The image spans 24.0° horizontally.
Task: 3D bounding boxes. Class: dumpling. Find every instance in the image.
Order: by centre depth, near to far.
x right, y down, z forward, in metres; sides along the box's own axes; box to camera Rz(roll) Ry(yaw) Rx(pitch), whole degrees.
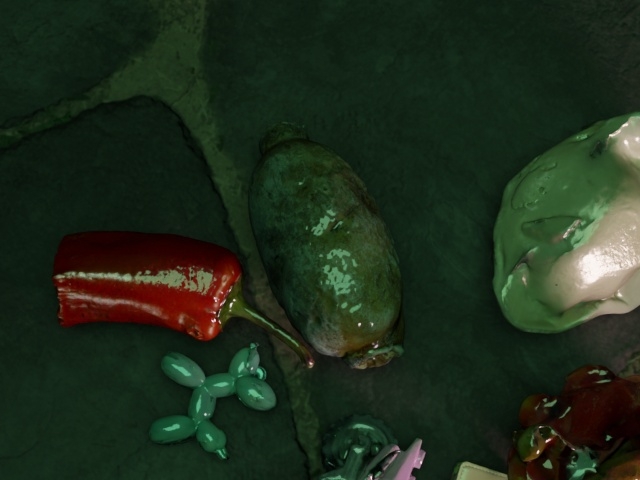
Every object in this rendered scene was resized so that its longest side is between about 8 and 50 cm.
[{"bbox_3d":[0.351,-0.008,1.962,0.243,0.187,0.318,37,88,-33],"label":"dumpling"}]

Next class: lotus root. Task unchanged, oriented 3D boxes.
[{"bbox_3d":[-0.002,0.000,1.932,0.175,0.175,0.349,-23,76,-5],"label":"lotus root"}]

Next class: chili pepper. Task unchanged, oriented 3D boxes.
[{"bbox_3d":[-0.166,0.058,1.933,0.338,0.134,0.131,6,46,5],"label":"chili pepper"}]

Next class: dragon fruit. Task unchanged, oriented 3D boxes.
[{"bbox_3d":[0.337,0.274,1.834,0.307,0.243,0.227,-21,63,-28],"label":"dragon fruit"}]

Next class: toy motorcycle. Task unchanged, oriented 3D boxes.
[{"bbox_3d":[0.047,0.376,1.869,0.188,0.143,0.327,22,59,8],"label":"toy motorcycle"}]

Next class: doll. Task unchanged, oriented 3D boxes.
[{"bbox_3d":[-0.135,0.200,1.947,0.159,0.059,0.159,15,78,4],"label":"doll"}]

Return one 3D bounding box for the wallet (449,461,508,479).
[{"bbox_3d":[0.202,0.369,1.925,0.110,0.039,0.155,18,80,0],"label":"wallet"}]
